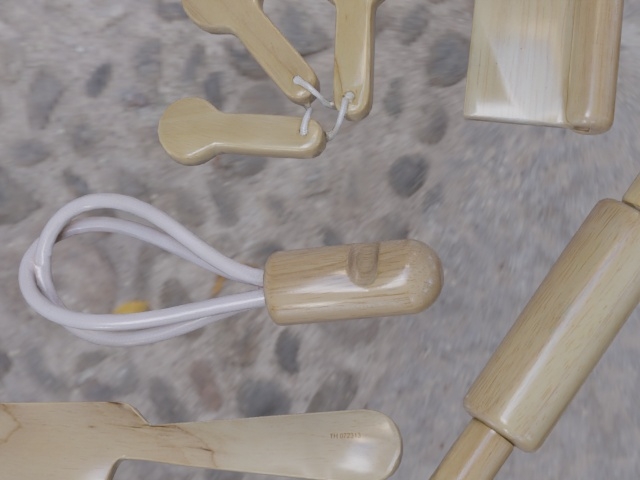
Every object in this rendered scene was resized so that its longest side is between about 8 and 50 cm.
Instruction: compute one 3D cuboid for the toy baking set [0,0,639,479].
[{"bbox_3d":[0.006,0.002,0.607,0.196,0.030,0.256,29,83,19],"label":"toy baking set"}]
